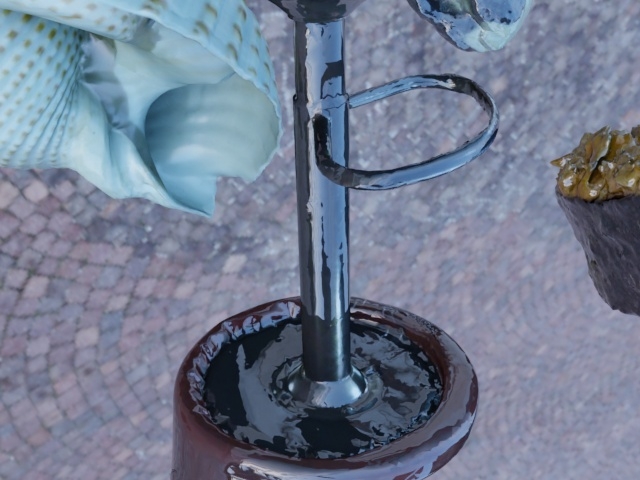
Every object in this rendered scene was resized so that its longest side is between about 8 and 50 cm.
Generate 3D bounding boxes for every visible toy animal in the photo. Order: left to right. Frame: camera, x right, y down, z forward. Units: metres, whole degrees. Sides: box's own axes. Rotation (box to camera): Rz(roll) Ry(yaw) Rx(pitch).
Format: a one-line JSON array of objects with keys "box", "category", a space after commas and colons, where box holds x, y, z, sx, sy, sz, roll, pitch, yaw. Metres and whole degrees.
[{"box": [0.174, -0.284, 1.019, 0.094, 0.225, 0.121, -24, 121, 42], "category": "toy animal"}]

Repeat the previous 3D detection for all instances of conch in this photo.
[{"box": [-0.182, -0.168, 0.844, 0.319, 0.215, 0.303, 21, 151, -40], "category": "conch"}]

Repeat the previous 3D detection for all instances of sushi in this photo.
[{"box": [0.365, -0.037, 0.929, 0.234, 0.348, 0.207, -28, 99, -11], "category": "sushi"}]

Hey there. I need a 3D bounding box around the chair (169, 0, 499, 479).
[{"box": [0.000, 0.000, 0.656, 0.227, 0.226, 0.401, -20, 125, -32], "category": "chair"}]
